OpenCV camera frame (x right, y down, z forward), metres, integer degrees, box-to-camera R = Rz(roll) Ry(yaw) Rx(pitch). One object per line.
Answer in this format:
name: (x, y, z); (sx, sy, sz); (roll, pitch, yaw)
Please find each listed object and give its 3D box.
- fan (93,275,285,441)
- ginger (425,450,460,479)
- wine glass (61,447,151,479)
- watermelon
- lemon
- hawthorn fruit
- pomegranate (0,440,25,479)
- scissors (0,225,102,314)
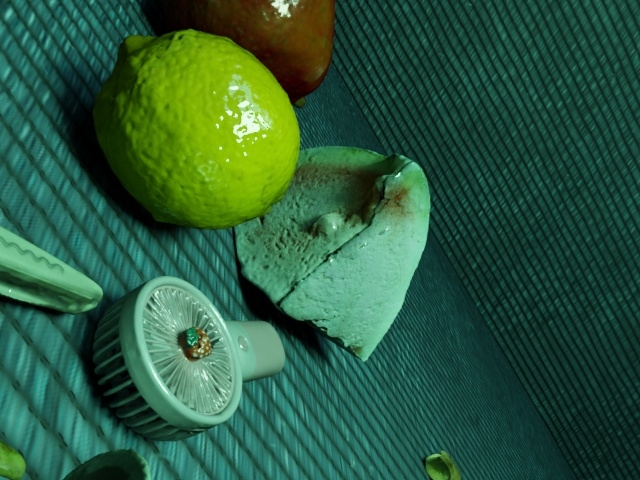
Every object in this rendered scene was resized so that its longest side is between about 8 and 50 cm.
fan: (-0.100, 0.103, 0.536); (0.130, 0.074, 0.244); (66, 18, 15)
ginger: (0.214, 0.397, 1.016); (0.057, 0.044, 0.137); (38, -5, 35)
wine glass: (-0.075, 0.238, 0.358); (0.231, 0.103, 0.103); (55, 19, -26)
watermelon: (-0.019, -0.003, 0.759); (0.289, 0.320, 0.213); (35, 40, 17)
lemon: (-0.122, -0.109, 0.603); (0.231, 0.192, 0.192); (50, 21, -25)
hawthorn fruit: (-0.095, -0.333, 0.928); (0.307, 0.265, 0.265); (56, 15, -52)
pomegranate: (-0.198, 0.024, 0.148); (0.286, 0.230, 0.231); (62, 17, -16)
scissors: (-0.251, -0.014, 0.347); (0.289, 0.041, 0.138); (40, 23, -47)
